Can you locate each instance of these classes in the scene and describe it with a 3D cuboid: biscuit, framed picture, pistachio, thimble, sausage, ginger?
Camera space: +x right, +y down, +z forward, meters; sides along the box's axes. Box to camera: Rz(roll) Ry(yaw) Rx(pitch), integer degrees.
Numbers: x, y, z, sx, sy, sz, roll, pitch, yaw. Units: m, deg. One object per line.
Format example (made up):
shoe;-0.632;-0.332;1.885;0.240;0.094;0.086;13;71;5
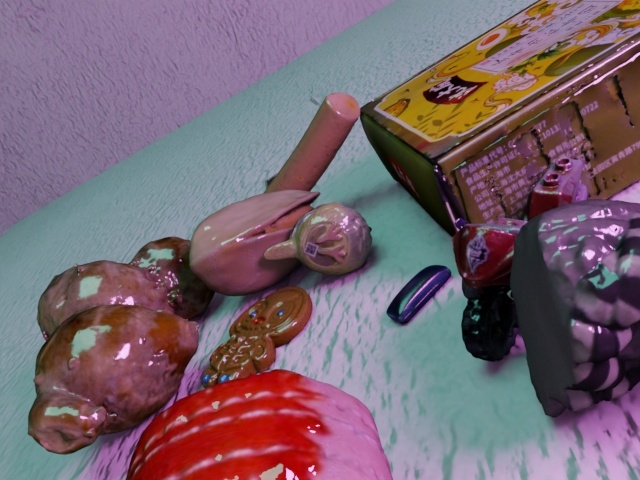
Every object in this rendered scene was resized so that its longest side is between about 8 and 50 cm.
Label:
biscuit;-0.077;0.115;0.787;0.124;0.026;0.175;-11;30;43
framed picture;-0.075;-0.135;1.329;0.089;0.006;0.066;-30;22;6
pistachio;-0.081;0.000;0.895;0.223;0.126;0.152;-26;-2;-35
thimble;-0.041;0.183;0.419;0.189;0.163;0.125;-31;24;5
sausage;-0.037;-0.100;0.997;0.301;0.066;0.066;-50;9;37
ginger;-0.264;0.125;0.832;0.256;0.176;0.375;-15;23;1

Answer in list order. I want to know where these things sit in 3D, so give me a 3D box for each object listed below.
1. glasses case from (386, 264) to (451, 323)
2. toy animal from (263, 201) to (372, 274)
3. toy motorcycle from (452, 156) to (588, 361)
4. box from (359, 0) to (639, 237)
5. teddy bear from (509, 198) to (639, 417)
glasses case;0.102;0.053;0.682;0.083;0.023;0.033;-41;26;-22
toy animal;0.000;0.000;0.830;0.137;0.098;0.098;-10;27;12
toy motorcycle;0.177;0.001;0.562;0.082;0.122;0.213;14;48;40
box;0.283;-0.184;0.790;0.420;0.138;0.373;-30;22;3
teddy bear;0.242;0.017;0.401;0.251;0.171;0.144;-21;44;12
